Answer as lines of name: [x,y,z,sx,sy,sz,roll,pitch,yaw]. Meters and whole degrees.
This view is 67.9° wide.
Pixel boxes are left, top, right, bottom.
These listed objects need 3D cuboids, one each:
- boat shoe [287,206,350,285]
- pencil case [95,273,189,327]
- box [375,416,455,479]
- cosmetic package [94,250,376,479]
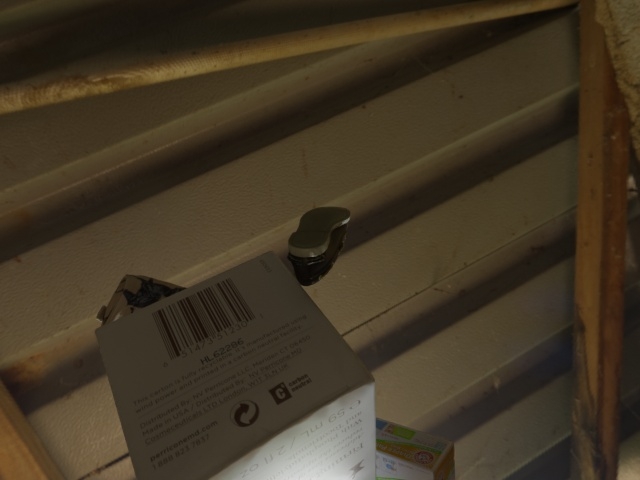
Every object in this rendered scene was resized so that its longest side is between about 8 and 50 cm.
boat shoe: [0.000,0.000,0.798,0.081,0.228,0.069,3,-68,16]
pencil case: [-0.375,0.215,1.291,0.410,0.160,0.183,20,-50,-26]
box: [0.174,0.479,1.029,0.114,0.203,0.103,-21,-70,-52]
cosmetic package: [-0.124,0.304,0.819,0.329,0.327,0.394,-26,-45,-20]
